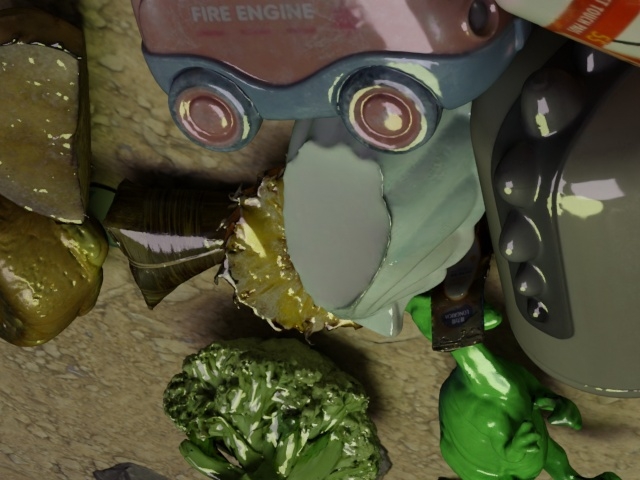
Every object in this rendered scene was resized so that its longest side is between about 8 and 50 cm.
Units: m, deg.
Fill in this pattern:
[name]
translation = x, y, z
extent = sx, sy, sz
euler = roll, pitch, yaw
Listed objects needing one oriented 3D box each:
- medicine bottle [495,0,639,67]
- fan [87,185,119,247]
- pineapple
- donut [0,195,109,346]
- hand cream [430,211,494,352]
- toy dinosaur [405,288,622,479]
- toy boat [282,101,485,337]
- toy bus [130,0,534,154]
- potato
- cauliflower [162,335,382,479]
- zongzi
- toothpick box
[medicine bottle]
translation = 0.245, -0.202, 0.593
extent = 0.241, 0.252, 0.252
euler = 21, 145, -2
[fan]
translation = -0.223, -0.032, 1.269
extent = 0.175, 0.005, 0.113
euler = -16, 133, 40
[pineapple]
translation = 0.000, 0.000, 1.097
extent = 0.221, 0.047, 0.221
euler = -3, 113, -6
[donut]
translation = -0.345, 0.012, 1.248
extent = 0.208, 0.128, 0.261
euler = 42, 152, 6
[hand cream]
translation = 0.137, 0.026, 1.029
extent = 0.062, 0.163, 0.039
euler = -15, 137, 39
[toy dinosaur]
translation = 0.145, 0.209, 1.307
extent = 0.374, 0.144, 0.500
euler = 48, 157, -10
[toy boat]
translation = 0.039, -0.037, 0.965
extent = 0.199, 0.100, 0.290
euler = 28, 129, 28
[toy bus]
translation = -0.003, -0.206, 0.779
extent = 0.294, 0.197, 0.231
euler = 3, 131, 26
[potato]
translation = -0.290, -0.128, 1.070
extent = 0.138, 0.098, 0.243
euler = 3, 138, -8
[cauliflower]
translation = -0.065, 0.249, 1.357
extent = 0.275, 0.250, 0.272
euler = 9, 146, 8
[zongzi]
translation = -0.125, 0.020, 1.212
extent = 0.187, 0.084, 0.184
euler = 4, 136, 13
[toothpick box]
translation = 0.219, -0.037, 0.849
extent = 0.229, 0.229, 0.316
euler = 3, 141, 23
